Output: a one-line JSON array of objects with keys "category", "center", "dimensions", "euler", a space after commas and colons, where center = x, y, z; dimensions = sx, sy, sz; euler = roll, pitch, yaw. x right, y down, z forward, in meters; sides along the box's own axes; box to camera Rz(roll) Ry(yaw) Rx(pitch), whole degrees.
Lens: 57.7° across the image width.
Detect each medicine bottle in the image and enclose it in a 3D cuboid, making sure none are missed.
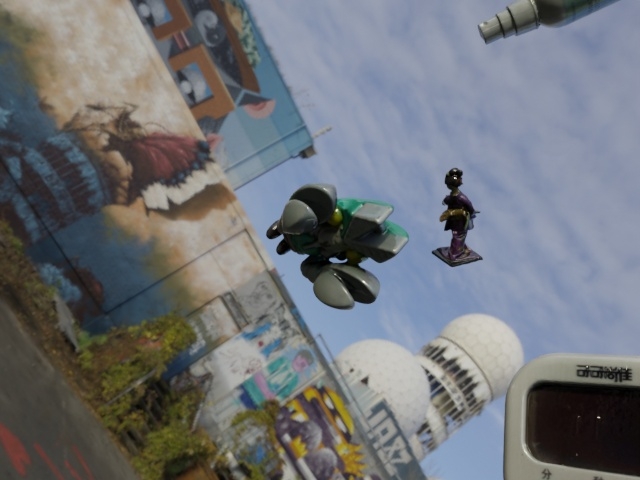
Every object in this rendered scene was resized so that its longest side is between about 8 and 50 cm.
[{"category": "medicine bottle", "center": [0.491, -0.490, 1.159], "dimensions": [0.110, 0.352, 0.110], "euler": [58, 18, -31]}]

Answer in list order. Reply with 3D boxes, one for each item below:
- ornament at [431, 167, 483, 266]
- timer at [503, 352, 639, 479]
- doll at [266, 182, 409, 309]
[{"category": "ornament", "center": [0.279, -0.055, 1.203], "dimensions": [0.081, 0.088, 0.202], "euler": [-147, -136, -63]}, {"category": "timer", "center": [0.371, 0.267, 0.737], "dimensions": [0.262, 0.236, 0.087], "euler": [-5, -22, 35]}, {"category": "doll", "center": [0.014, 0.015, 0.892], "dimensions": [0.195, 0.153, 0.258], "euler": [42, -31, -2]}]
